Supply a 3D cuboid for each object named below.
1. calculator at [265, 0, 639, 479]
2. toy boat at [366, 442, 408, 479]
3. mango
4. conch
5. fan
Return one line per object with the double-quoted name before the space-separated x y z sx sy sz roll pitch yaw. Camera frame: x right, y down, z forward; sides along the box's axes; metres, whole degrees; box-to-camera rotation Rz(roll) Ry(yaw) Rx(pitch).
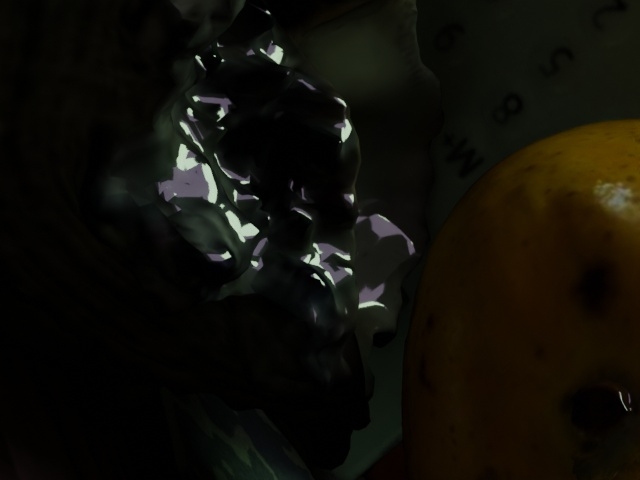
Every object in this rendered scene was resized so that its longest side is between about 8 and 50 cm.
"calculator" 0.038 -0.039 0.619 0.161 0.262 0.021 52 31 11
"toy boat" 0.078 0.027 0.741 0.133 0.145 0.332 -22 75 -52
"mango" 0.126 0.100 0.520 0.191 0.160 0.290 -104 169 -55
"conch" -0.025 -0.080 0.515 0.186 0.241 0.313 25 -47 45
"fan" -0.002 0.113 0.577 0.131 0.009 0.240 36 18 -50
